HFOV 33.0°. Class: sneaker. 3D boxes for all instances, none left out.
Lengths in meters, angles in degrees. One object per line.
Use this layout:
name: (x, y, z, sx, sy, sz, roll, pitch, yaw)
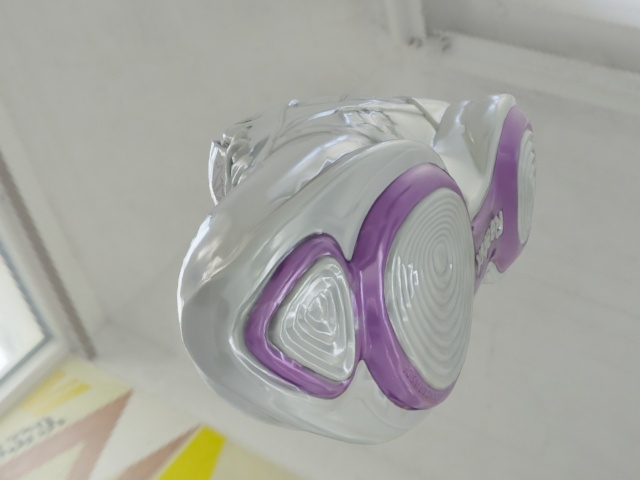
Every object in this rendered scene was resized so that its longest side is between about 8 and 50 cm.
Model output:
sneaker: (0.000, 0.000, 0.470, 0.152, 0.305, 0.114, 5, -76, 20)
